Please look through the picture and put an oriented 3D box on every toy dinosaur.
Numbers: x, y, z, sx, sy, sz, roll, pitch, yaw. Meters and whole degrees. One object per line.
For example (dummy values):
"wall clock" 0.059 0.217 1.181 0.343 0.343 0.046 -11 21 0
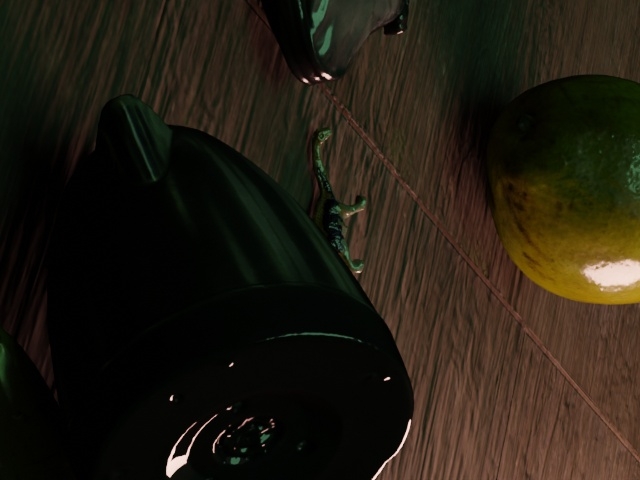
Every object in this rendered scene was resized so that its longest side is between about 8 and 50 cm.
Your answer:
"toy dinosaur" 0.011 0.001 1.579 0.058 0.037 0.180 7 75 -36

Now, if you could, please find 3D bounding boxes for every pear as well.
"pear" 0.262 -0.048 1.843 0.269 0.212 0.212 36 57 -36

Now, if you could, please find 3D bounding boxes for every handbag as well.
"handbag" -0.012 -0.284 1.518 0.191 0.075 0.332 -53 130 -52

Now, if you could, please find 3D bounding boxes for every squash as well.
"squash" -0.177 0.136 1.212 0.066 0.066 0.201 -52 132 -48

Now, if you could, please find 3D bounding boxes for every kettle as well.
"kettle" -0.069 0.041 1.247 0.250 0.207 0.271 28 27 -44
